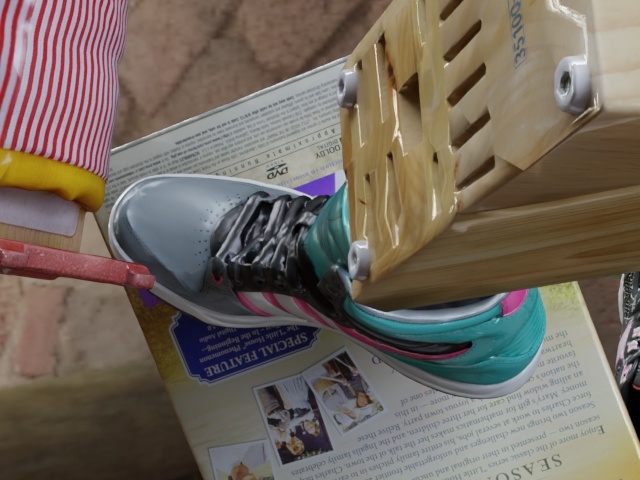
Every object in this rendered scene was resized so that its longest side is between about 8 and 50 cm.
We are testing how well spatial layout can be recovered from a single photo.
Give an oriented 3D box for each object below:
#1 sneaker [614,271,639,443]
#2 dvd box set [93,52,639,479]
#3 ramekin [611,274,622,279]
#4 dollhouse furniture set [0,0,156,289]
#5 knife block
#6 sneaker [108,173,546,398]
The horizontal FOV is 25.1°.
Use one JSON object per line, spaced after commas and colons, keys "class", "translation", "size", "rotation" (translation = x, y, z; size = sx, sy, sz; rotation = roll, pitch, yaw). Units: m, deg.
{"class": "sneaker", "translation": [0.252, 0.086, 1.068], "size": [0.072, 0.077, 0.178], "rotation": [2, 96, 16]}
{"class": "dvd box set", "translation": [0.044, 0.082, 1.033], "size": [0.308, 0.062, 0.420], "rotation": [-22, 96, 10]}
{"class": "ramekin", "translation": [0.204, -0.072, 1.351], "size": [0.303, 0.303, 0.148], "rotation": [18, 89, 36]}
{"class": "dollhouse furniture set", "translation": [-0.220, -0.094, 0.604], "size": [0.152, 0.374, 0.201], "rotation": [7, 88, 29]}
{"class": "knife block", "translation": [0.154, -0.049, 0.427], "size": [0.276, 0.242, 0.088], "rotation": [136, 134, -66]}
{"class": "sneaker", "translation": [0.000, 0.000, 0.875], "size": [0.296, 0.178, 0.123], "rotation": [17, 66, 9]}
